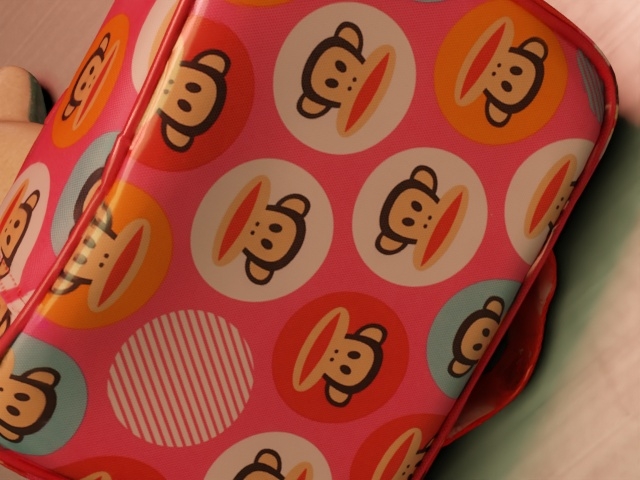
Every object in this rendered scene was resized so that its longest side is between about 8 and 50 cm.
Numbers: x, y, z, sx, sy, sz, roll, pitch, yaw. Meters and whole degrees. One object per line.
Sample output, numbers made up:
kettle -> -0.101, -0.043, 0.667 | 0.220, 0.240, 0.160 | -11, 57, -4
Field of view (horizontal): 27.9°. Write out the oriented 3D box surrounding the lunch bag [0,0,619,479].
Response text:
lunch bag -> 0.000, 0.000, 0.588 | 0.293, 0.258, 0.120 | -59, 26, 5

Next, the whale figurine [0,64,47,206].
whale figurine -> -0.154, 0.006, 0.752 | 0.216, 0.141, 0.272 | -51, 40, 11
